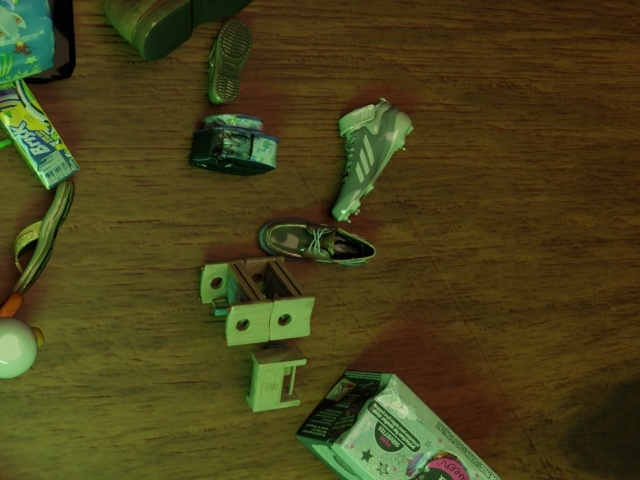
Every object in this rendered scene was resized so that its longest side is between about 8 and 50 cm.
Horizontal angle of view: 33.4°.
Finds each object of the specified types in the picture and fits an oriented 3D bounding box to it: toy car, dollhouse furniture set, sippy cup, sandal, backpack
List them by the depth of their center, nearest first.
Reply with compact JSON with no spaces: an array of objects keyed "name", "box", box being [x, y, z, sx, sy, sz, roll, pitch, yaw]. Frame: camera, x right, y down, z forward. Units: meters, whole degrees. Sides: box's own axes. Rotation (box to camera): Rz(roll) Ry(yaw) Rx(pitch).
[{"name":"sippy cup","box":[-0.444,-0.268,1.276,0.224,0.240,0.305,-13,131,-19]},{"name":"toy car","box":[-0.452,0.123,1.353,0.182,0.159,0.136,-24,96,-23]},{"name":"sandal","box":[-0.384,-0.005,1.443,0.049,0.072,0.180,21,77,-6]},{"name":"backpack","box":[-0.119,-0.139,1.545,0.114,0.105,0.084,10,84,-29]},{"name":"dollhouse furniture set","box":[-0.102,0.137,1.551,0.129,0.129,0.183,-5,119,-24]}]

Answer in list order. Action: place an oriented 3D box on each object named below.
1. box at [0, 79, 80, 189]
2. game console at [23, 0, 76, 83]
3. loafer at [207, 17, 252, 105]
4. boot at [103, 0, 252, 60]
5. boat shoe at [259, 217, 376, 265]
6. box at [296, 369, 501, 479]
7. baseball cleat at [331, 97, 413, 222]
[{"name":"box","box":[-0.393,-0.154,1.424,0.054,0.059,0.169,-35,116,-15]},{"name":"game console","box":[-0.509,-0.315,1.412,0.361,0.044,0.213,-4,89,-24]},{"name":"loafer","box":[-0.140,-0.261,1.574,0.056,0.050,0.148,24,62,-23]},{"name":"boot","box":[-0.178,-0.376,1.535,0.115,0.112,0.305,39,55,19]},{"name":"boat shoe","box":[0.000,0.000,1.612,0.183,0.066,0.066,5,85,-24]},{"name":"box","box":[0.115,0.327,1.596,0.247,0.163,0.142,45,70,-16]},{"name":"baseball cleat","box":[0.056,-0.129,1.653,0.109,0.072,0.206,36,71,-2]}]
